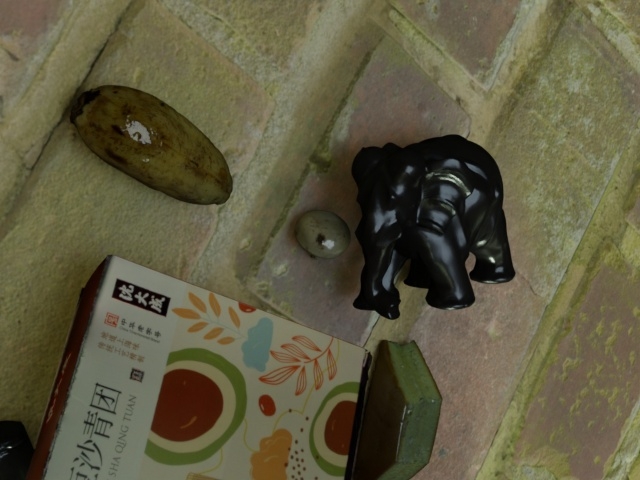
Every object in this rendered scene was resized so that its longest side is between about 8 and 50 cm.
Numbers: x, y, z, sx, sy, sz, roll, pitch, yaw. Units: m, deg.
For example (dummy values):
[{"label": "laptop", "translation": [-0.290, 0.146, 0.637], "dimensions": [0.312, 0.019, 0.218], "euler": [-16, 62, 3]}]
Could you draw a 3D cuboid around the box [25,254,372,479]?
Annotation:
[{"label": "box", "translation": [-0.151, 0.250, 1.561], "dimensions": [0.385, 0.122, 0.344], "euler": [22, 59, -17]}]

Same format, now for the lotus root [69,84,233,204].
[{"label": "lotus root", "translation": [-0.213, -0.125, 1.629], "dimensions": [0.258, 0.097, 0.110], "euler": [29, 76, -39]}]

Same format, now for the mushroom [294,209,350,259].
[{"label": "mushroom", "translation": [0.000, 0.000, 1.817], "dimensions": [0.085, 0.085, 0.079], "euler": [-14, 139, -34]}]

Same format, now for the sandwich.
[{"label": "sandwich", "translation": [0.124, 0.287, 1.928], "dimensions": [0.094, 0.096, 0.258], "euler": [7, 94, -42]}]

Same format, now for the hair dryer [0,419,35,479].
[{"label": "hair dryer", "translation": [-0.328, 0.291, 1.605], "dimensions": [0.251, 0.089, 0.197], "euler": [-31, 113, -36]}]

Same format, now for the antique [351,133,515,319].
[{"label": "antique", "translation": [0.162, -0.034, 1.853], "dimensions": [0.322, 0.185, 0.255], "euler": [-23, 117, -47]}]
